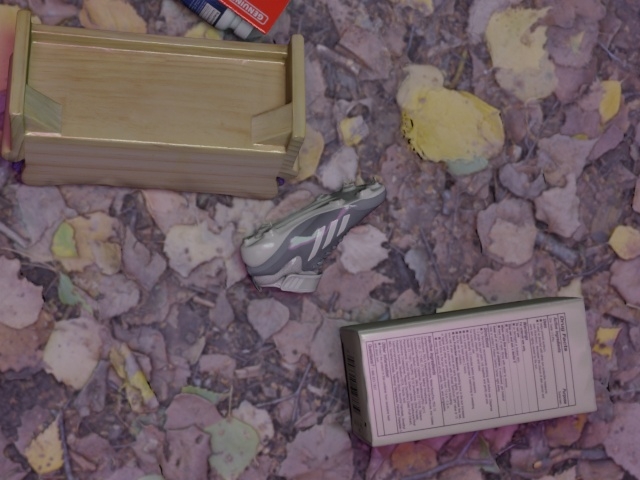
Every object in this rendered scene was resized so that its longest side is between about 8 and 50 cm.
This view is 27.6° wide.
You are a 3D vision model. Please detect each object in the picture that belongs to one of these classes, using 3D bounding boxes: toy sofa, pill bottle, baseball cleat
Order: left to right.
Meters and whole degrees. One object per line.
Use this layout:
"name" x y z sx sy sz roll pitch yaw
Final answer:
"toy sofa" -0.202 -0.162 1.599 0.363 0.177 0.150 3 66 -10
"pill bottle" -0.130 -0.306 1.634 0.120 0.067 0.067 35 84 -9
"baseball cleat" 0.000 0.000 1.671 0.206 0.072 0.109 -24 109 -5

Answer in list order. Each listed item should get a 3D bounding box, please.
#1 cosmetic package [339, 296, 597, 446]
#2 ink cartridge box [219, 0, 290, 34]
"cosmetic package" 0.186 0.163 1.667 0.296 0.129 0.153 -6 90 -10
"ink cartridge box" -0.107 -0.428 1.607 0.275 0.060 0.239 36 64 -9
